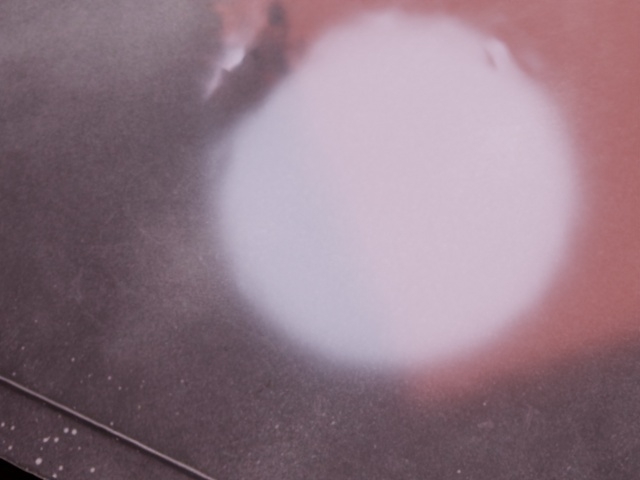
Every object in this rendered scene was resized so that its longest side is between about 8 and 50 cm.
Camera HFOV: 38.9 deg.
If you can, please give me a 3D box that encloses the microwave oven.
[{"bbox_3d":[0.000,0.000,0.471,0.432,0.236,0.374,23,74,11],"label":"microwave oven"}]
